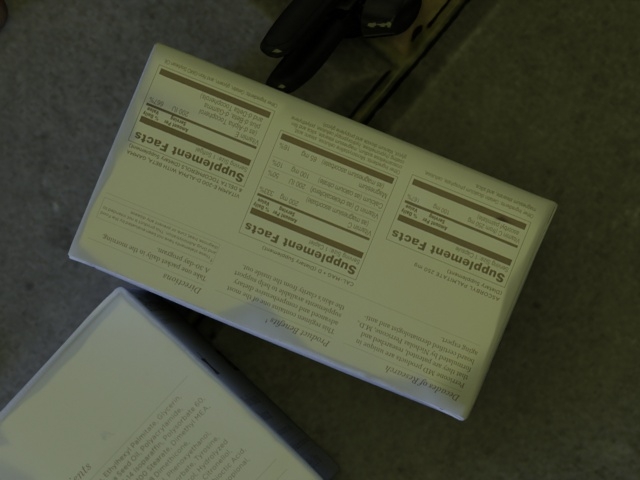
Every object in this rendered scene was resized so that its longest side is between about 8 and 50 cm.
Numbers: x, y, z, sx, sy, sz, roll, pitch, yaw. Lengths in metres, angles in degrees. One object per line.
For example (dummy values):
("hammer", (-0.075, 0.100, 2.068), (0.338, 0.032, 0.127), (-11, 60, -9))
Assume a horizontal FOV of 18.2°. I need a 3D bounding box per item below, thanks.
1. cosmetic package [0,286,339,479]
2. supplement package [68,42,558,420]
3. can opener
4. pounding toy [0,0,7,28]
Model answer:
("cosmetic package", (-0.106, 0.145, 1.306), (0.183, 0.151, 0.151), (44, 91, 4))
("supplement package", (0.000, 0.000, 1.280), (0.262, 0.204, 0.145), (23, 88, 5))
("can opener", (0.005, -0.148, 1.311), (0.073, 0.186, 0.059), (-4, 109, 28))
("pounding toy", (-0.200, -0.239, 1.364), (0.181, 0.094, 0.206), (25, 88, 5))
